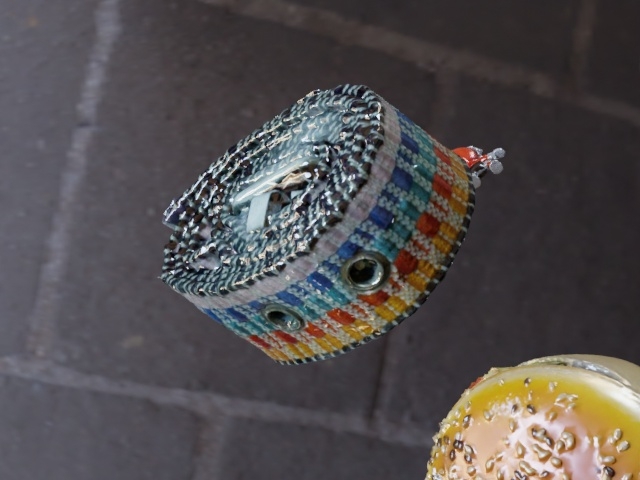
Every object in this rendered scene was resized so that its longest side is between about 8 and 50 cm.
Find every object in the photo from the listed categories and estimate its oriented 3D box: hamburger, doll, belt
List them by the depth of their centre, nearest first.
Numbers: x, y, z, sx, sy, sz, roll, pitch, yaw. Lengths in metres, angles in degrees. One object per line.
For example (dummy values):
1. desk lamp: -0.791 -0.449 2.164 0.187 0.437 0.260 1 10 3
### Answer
1. belt: 0.000 0.000 1.646 0.160 0.295 0.206 33 46 -28
2. hamburger: 0.231 0.249 1.739 0.176 0.300 0.300 -15 100 -51
3. doll: 0.146 -0.072 1.861 0.039 0.114 0.057 22 92 -20
